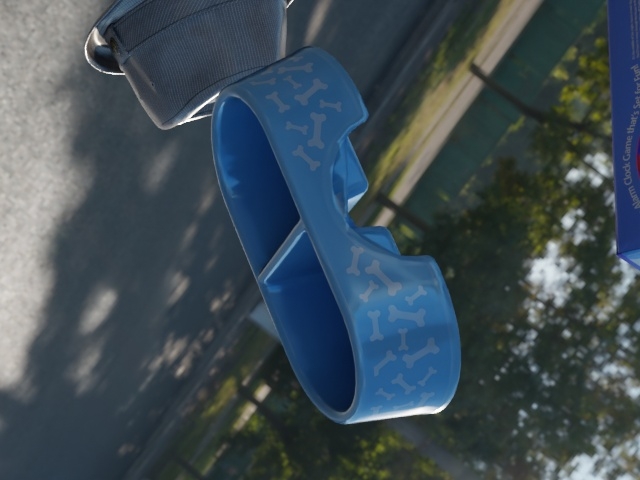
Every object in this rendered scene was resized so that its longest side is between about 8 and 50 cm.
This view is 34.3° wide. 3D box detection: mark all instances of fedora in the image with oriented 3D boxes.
[{"bbox_3d":[-0.115,-0.197,1.095,0.244,0.124,0.275,-18,176,-36],"label":"fedora"}]

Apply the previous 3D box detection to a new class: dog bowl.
[{"bbox_3d":[0.000,0.000,0.775,0.074,0.297,0.166,-16,165,-23],"label":"dog bowl"}]

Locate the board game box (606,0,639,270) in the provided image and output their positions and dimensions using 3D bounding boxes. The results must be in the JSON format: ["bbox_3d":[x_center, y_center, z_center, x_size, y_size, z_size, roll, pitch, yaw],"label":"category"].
[{"bbox_3d":[0.427,-0.155,1.088,0.233,0.078,0.347,-16,-121,41],"label":"board game box"}]
